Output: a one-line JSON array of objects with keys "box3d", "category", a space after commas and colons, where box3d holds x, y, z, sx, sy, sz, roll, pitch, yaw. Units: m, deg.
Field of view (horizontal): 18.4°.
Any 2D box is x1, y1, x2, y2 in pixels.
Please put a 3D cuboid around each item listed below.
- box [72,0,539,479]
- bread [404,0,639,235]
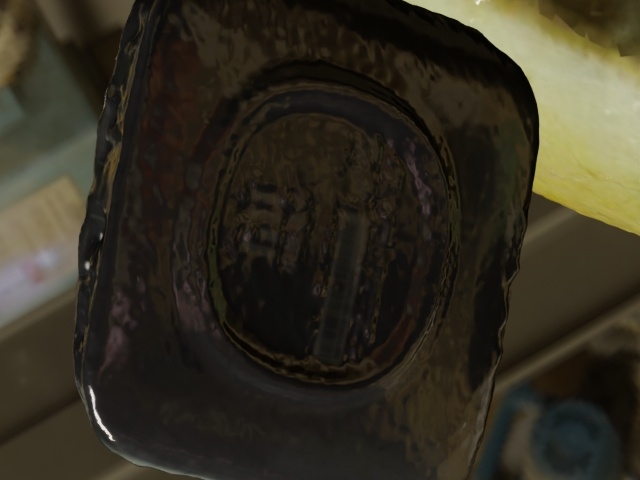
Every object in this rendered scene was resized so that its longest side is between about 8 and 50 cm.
[{"box3d": [0.000, 0.000, 0.808, 0.042, 0.201, 0.213, 13, 91, 63], "category": "box"}, {"box3d": [0.216, -0.142, 1.001, 0.264, 0.395, 0.239, 52, -177, 27], "category": "bread"}]
